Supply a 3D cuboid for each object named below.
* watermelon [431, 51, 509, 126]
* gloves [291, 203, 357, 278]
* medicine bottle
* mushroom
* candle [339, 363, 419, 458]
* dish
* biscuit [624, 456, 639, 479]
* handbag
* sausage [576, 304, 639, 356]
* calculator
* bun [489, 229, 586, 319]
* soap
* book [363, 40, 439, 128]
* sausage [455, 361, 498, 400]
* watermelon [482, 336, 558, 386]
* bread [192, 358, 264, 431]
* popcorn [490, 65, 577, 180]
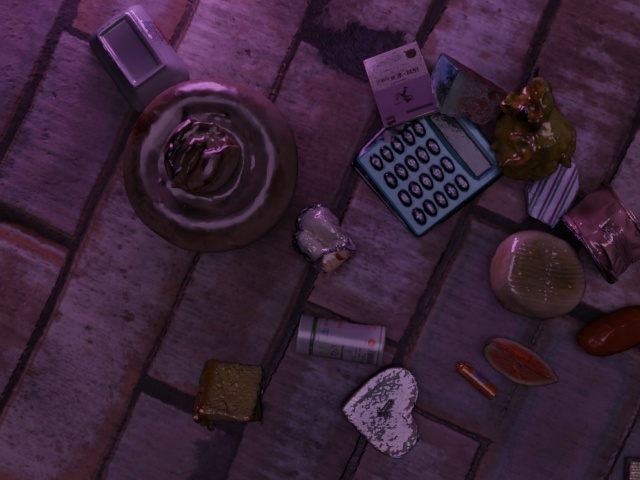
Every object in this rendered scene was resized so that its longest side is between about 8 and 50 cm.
[{"bbox_3d":[0.340,-0.301,1.611,0.241,0.154,0.094,21,121,-20],"label":"watermelon"},{"bbox_3d":[0.002,0.000,1.650,0.114,0.070,0.153,-40,80,9],"label":"gloves"},{"bbox_3d":[0.044,0.211,1.631,0.183,0.086,0.086,9,89,3],"label":"medicine bottle"},{"bbox_3d":[-0.225,-0.154,1.555,0.362,0.294,0.362,0,86,3],"label":"mushroom"},{"bbox_3d":[0.126,0.359,1.630,0.168,0.068,0.192,3,87,0],"label":"candle"},{"bbox_3d":[-0.406,-0.408,1.683,0.151,0.077,0.212,-35,86,2],"label":"dish"},{"bbox_3d":[0.694,0.558,1.605,0.121,0.040,0.199,4,90,1],"label":"biscuit"},{"bbox_3d":[0.580,-0.014,1.557,0.116,0.205,0.179,-37,56,12],"label":"handbag"},{"bbox_3d":[0.622,0.188,1.601,0.179,0.089,0.089,-22,87,-7],"label":"sausage"},{"bbox_3d":[0.231,-0.171,1.648,0.274,0.058,0.248,-38,85,3],"label":"calculator"},{"bbox_3d":[0.448,0.072,1.596,0.193,0.128,0.178,11,89,-8],"label":"bun"},{"bbox_3d":[0.490,-0.104,1.631,0.100,0.056,0.149,25,89,7],"label":"soap"},{"bbox_3d":[0.173,-0.334,1.645,0.127,0.014,0.182,-17,67,7],"label":"book"},{"bbox_3d":[0.330,0.295,1.640,0.107,0.031,0.031,41,91,5],"label":"sausage"},{"bbox_3d":[0.418,0.247,1.620,0.163,0.087,0.069,30,59,2],"label":"watermelon"},{"bbox_3d":[-0.197,0.328,1.639,0.147,0.127,0.152,1,71,3],"label":"bread"},{"bbox_3d":[0.419,-0.221,1.541,0.173,0.168,0.195,-41,117,-25],"label":"popcorn"}]
